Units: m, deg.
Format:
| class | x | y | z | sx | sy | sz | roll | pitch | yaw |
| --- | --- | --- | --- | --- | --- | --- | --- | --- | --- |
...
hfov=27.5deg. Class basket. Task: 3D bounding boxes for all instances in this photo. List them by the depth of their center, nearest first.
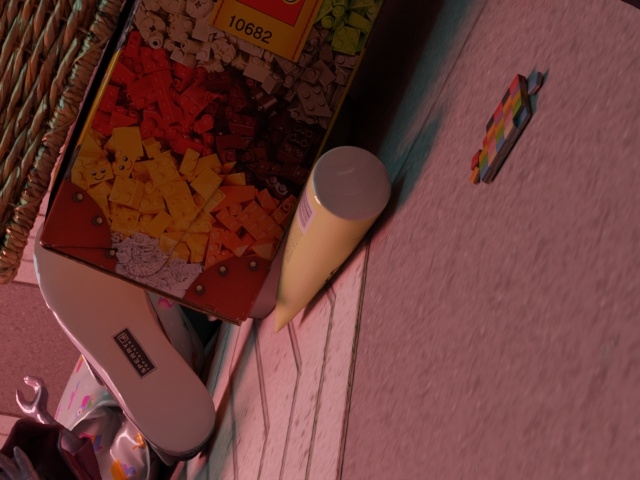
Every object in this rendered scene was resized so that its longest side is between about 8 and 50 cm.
| class | x | y | z | sx | sy | sz | roll | pitch | yaw |
| --- | --- | --- | --- | --- | --- | --- | --- | --- | --- |
| basket | -0.267 | -0.127 | 1.208 | 0.299 | 0.223 | 0.213 | -68 | -20 | 5 |

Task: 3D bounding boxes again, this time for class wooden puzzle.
| class | x | y | z | sx | sy | sz | roll | pitch | yaw |
| --- | --- | --- | --- | --- | --- | --- | --- | --- | --- |
| wooden puzzle | 0.104 | -0.064 | 0.748 | 0.049 | 0.006 | 0.083 | -82 | 17 | -57 |

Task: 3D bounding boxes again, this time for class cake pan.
| class | x | y | z | sx | sy | sz | roll | pitch | yaw |
| --- | --- | --- | --- | --- | --- | --- | --- | --- | --- |
| cake pan | -0.040 | -0.043 | 1.374 | 0.293 | 0.054 | 0.293 | -157 | 90 | -81 |

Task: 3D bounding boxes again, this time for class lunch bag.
| class | x | y | z | sx | sy | sz | roll | pitch | yaw |
| --- | --- | --- | --- | --- | --- | --- | --- | --- | --- |
| lunch bag | -0.244 | 0.205 | 1.642 | 0.223 | 0.160 | 0.262 | -77 | 7 | -48 |

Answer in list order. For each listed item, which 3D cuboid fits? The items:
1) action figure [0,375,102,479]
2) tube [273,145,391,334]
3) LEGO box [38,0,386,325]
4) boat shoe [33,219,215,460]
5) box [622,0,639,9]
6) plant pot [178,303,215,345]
| class | x | y | z | sx | sy | sz | roll | pitch | yaw |
| --- | --- | --- | --- | --- | --- | --- | --- | --- | --- |
| action figure | -0.269 | 0.303 | 1.408 | 0.248 | 0.275 | 0.370 | -63 | -1 | -12 |
| tube | 0.000 | 0.000 | 1.063 | 0.070 | 0.062 | 0.240 | -24 | -14 | -21 |
| LEGO box | -0.117 | -0.167 | 1.304 | 0.500 | 0.193 | 0.373 | -139 | 72 | -76 |
| boat shoe | -0.212 | 0.105 | 1.413 | 0.108 | 0.301 | 0.102 | -33 | -12 | -18 |
| box | 0.099 | -0.176 | 0.416 | 0.108 | 0.207 | 0.153 | 130 | 160 | -62 |
| plant pot | -0.211 | 0.060 | 1.798 | 0.234 | 0.165 | 0.166 | 112 | 175 | -55 |
